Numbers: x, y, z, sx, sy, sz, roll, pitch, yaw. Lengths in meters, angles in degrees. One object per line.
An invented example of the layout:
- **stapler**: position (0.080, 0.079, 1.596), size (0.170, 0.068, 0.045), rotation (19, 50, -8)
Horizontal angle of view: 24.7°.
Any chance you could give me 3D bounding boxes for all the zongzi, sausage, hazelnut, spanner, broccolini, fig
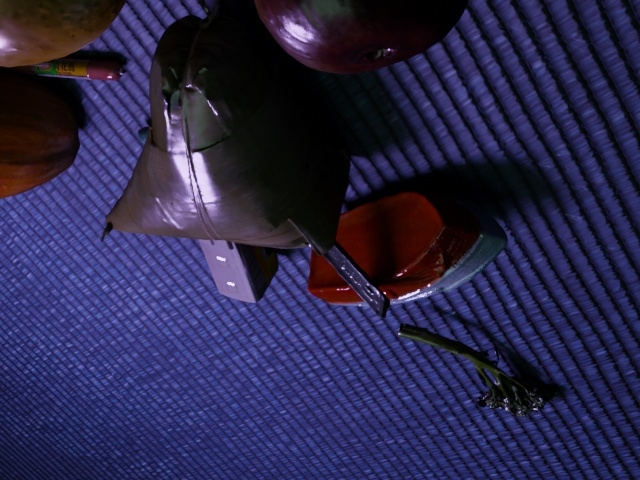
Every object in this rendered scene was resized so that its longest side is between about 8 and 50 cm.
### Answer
- **zongzi**: position (-0.202, -0.157, 1.872), size (0.418, 0.181, 0.447), rotation (-4, 138, 27)
- **sausage**: position (-0.363, -0.246, 2.074), size (0.223, 0.029, 0.029), rotation (8, 145, 32)
- **hazelnut**: position (-0.467, -0.147, 2.166), size (0.210, 0.186, 0.210), rotation (18, 136, 19)
- **spanner**: position (0.000, 0.000, 1.999), size (0.325, 0.026, 0.093), rotation (49, 126, 40)
- **broccolini**: position (0.226, 0.199, 2.260), size (0.271, 0.062, 0.123), rotation (29, 137, -14)
- **fig**: position (0.042, -0.280, 1.518), size (0.235, 0.214, 0.235), rotation (-2, 145, -1)

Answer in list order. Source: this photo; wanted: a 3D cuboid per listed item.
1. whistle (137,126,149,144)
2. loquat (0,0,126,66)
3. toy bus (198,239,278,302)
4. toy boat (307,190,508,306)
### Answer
- **whistle**: position (-0.191, -0.153, 2.071), size (0.186, 0.039, 0.039), rotation (-4, 138, 45)
- **loquat**: position (-0.320, -0.353, 1.610), size (0.359, 0.328, 0.328), rotation (-3, 169, -34)
- **toy bus**: position (-0.132, -0.016, 2.170), size (0.092, 0.106, 0.268), rotation (14, 148, 20)
- **toy boat**: position (0.126, 0.017, 1.984), size (0.133, 0.145, 0.332), rotation (17, 161, -32)
